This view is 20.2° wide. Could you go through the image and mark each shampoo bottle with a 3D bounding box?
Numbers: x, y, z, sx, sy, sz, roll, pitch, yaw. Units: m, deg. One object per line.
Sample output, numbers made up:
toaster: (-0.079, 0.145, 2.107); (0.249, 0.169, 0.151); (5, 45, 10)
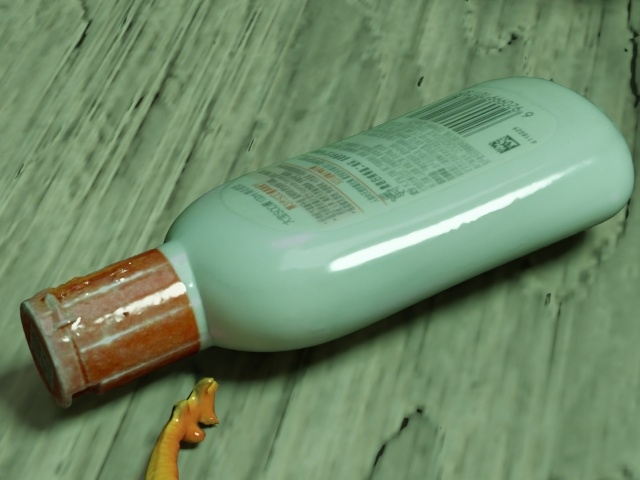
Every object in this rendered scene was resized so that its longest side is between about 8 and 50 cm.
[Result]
shampoo bottle: (0.000, 0.000, 0.654); (0.221, 0.051, 0.108); (-23, 26, -17)

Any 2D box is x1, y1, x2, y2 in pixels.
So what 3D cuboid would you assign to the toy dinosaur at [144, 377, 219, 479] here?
toy dinosaur: (-0.047, 0.112, 0.494); (0.117, 0.070, 0.288); (-5, 20, 25)
